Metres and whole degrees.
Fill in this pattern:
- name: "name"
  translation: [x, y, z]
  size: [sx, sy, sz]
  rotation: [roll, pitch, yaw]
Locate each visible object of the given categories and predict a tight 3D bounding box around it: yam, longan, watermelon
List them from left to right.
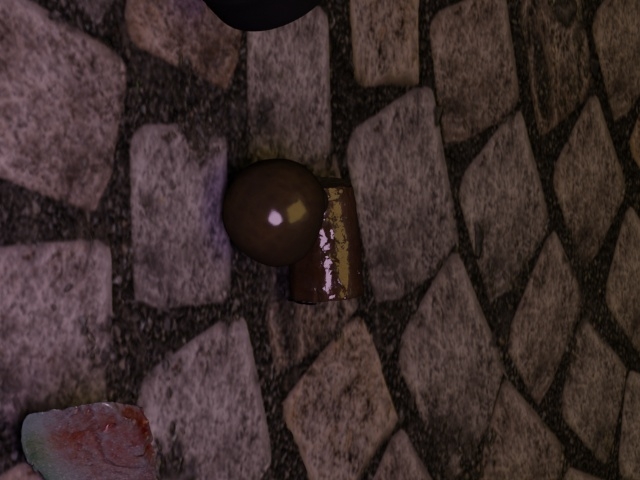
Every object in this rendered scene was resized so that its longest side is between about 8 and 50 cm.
- name: "watermelon"
  translation: [-0.186, 0.188, 1.666]
  size: [0.180, 0.094, 0.081]
  rotation: [77, 28, -46]
- name: "longan"
  translation: [-0.039, -0.027, 1.876]
  size: [0.119, 0.106, 0.106]
  rotation: [-7, 96, -46]
- name: "yam"
  translation: [0.003, 0.000, 1.966]
  size: [0.084, 0.084, 0.127]
  rotation: [-18, 108, -56]

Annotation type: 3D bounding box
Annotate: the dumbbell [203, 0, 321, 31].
- name: "dumbbell"
  translation: [-0.085, -0.308, 1.759]
  size: [0.218, 0.152, 0.152]
  rotation: [49, 50, -47]
